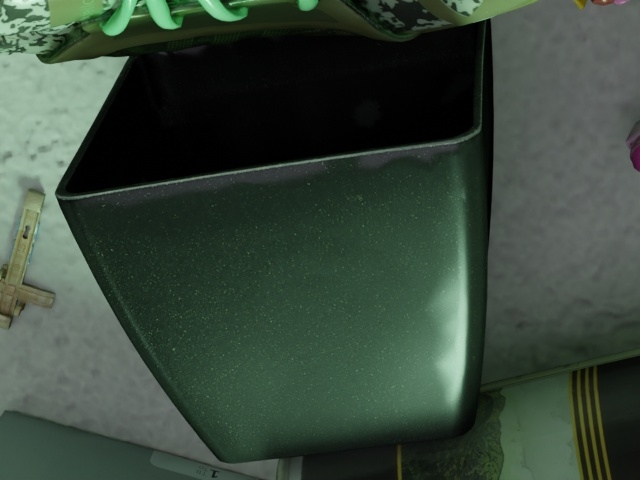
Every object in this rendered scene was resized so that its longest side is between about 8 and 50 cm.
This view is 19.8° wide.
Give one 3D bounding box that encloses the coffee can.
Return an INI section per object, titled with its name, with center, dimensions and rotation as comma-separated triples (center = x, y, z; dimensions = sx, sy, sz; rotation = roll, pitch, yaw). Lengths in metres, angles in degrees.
[coffee can]
center = 0.139, 0.159, 0.910
dimensions = 0.275, 0.201, 0.201
rotation = -15, 108, 13

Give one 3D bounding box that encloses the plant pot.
[plant pot]
center = 0.000, 0.000, 0.887
dimensions = 0.187, 0.188, 0.167
rotation = -8, 116, 10

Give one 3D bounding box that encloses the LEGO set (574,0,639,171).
[LEGO set]
center = 0.107, -0.149, 0.836
dimensions = 0.287, 0.107, 0.132
rotation = 43, 127, -10

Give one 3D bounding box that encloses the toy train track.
[toy train track]
center = -0.165, 0.012, 0.997
dimensions = 0.048, 0.014, 0.083
rotation = 19, 111, 0

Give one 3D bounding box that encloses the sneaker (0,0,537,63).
[sneaker]
center = -0.068, -0.127, 0.792
dimensions = 0.410, 0.182, 0.158
rotation = -2, 119, 30

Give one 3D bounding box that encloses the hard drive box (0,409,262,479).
[hard drive box]
center = -0.125, 0.236, 1.035
dimensions = 0.181, 0.089, 0.232
rotation = 16, 112, 1
